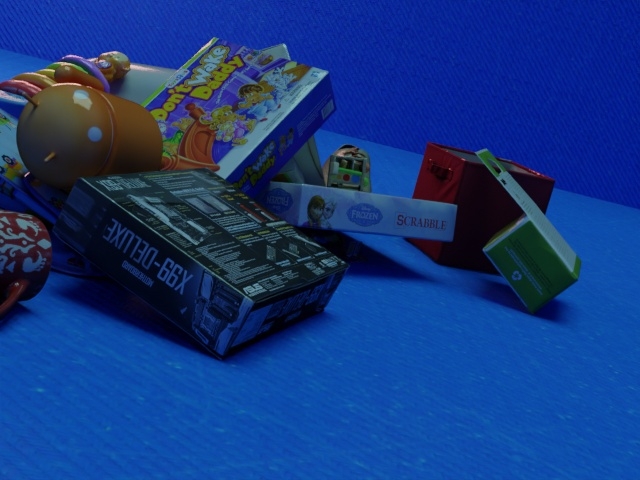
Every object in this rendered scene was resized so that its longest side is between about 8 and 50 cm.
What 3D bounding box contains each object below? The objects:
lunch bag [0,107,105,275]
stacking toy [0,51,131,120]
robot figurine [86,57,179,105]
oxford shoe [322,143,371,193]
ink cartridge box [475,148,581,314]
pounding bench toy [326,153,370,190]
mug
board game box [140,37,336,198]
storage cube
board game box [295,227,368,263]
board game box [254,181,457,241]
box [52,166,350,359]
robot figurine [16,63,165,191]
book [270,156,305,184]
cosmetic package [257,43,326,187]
[{"bbox_3d":[-0.353,-0.044,1.294,0.293,0.138,0.221,28,12,-7],"label":"lunch bag"},{"bbox_3d":[-0.390,-0.221,1.607,0.175,0.166,0.302,17,43,20],"label":"stacking toy"},{"bbox_3d":[-0.321,-0.205,1.785,0.353,0.200,0.300,11,37,15],"label":"robot figurine"},{"bbox_3d":[0.046,-0.125,2.071,0.122,0.130,0.348,13,12,-8],"label":"oxford shoe"},{"bbox_3d":[0.312,-0.023,1.697,0.255,0.097,0.189,51,17,4],"label":"ink cartridge box"},{"bbox_3d":[0.046,-0.107,1.633,0.065,0.052,0.083,7,2,-1],"label":"pounding bench toy"},{"bbox_3d":[-0.353,0.030,0.999,0.113,0.150,0.169,-21,-15,33],"label":"mug"},{"bbox_3d":[-0.171,-0.152,1.554,0.233,0.078,0.347,21,55,30],"label":"board game box"},{"bbox_3d":[0.284,-0.058,1.902,0.214,0.193,0.183,9,13,-20],"label":"storage cube"},{"bbox_3d":[0.000,0.000,1.674,0.133,0.033,0.168,22,13,30],"label":"board game box"},{"bbox_3d":[-0.001,-0.053,1.681,0.318,0.066,0.318,5,2,-37],"label":"board game box"},{"bbox_3d":[-0.126,0.011,1.211,0.242,0.077,0.307,34,16,13],"label":"box"},{"bbox_3d":[-0.273,-0.116,1.237,0.128,0.158,0.219,22,5,23],"label":"robot figurine"},{"bbox_3d":[-0.106,-0.106,1.819,0.144,0.035,0.096,-13,-19,6],"label":"book"},{"bbox_3d":[-0.075,-0.203,1.864,0.113,0.160,0.309,-17,-18,1],"label":"cosmetic package"}]
